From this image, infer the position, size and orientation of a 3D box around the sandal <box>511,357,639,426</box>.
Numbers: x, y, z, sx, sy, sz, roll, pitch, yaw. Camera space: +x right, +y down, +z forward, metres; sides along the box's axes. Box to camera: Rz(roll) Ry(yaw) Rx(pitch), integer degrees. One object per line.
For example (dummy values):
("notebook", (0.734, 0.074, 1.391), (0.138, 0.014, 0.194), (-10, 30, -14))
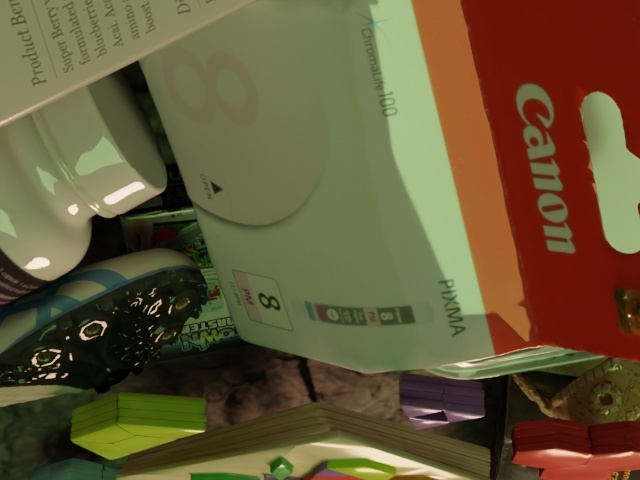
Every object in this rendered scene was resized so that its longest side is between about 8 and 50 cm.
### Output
("sandal", (0.183, 0.092, 0.775), (0.240, 0.079, 0.088), (7, 150, 11))

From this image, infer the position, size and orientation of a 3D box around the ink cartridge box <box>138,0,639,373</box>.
("ink cartridge box", (0.033, -0.026, 0.575), (0.066, 0.232, 0.189), (-36, 122, -33))

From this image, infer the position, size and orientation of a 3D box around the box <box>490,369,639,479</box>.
("box", (0.227, 0.218, 0.928), (0.243, 0.076, 0.307), (7, 133, 5))

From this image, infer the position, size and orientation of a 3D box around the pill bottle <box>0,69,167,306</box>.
("pill bottle", (-0.173, -0.016, 0.621), (0.194, 0.108, 0.108), (-25, 134, 9))

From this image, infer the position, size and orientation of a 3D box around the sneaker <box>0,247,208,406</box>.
("sneaker", (-0.171, 0.050, 0.693), (0.237, 0.086, 0.085), (-23, 152, 12))

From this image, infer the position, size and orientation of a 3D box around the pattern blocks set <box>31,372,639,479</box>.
("pattern blocks set", (-0.006, 0.129, 0.761), (0.285, 0.026, 0.325), (16, 154, -30))

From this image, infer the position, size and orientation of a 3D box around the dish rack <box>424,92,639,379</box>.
("dish rack", (0.165, -0.061, 0.628), (0.333, 0.072, 0.285), (-11, 119, 5))

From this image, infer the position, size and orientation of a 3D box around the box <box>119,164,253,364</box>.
("box", (0.000, 0.000, 0.734), (0.207, 0.036, 0.114), (-10, 134, -7))

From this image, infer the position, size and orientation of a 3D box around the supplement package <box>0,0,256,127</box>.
("supplement package", (-0.178, -0.126, 0.405), (0.293, 0.175, 0.177), (-29, 138, -19))
